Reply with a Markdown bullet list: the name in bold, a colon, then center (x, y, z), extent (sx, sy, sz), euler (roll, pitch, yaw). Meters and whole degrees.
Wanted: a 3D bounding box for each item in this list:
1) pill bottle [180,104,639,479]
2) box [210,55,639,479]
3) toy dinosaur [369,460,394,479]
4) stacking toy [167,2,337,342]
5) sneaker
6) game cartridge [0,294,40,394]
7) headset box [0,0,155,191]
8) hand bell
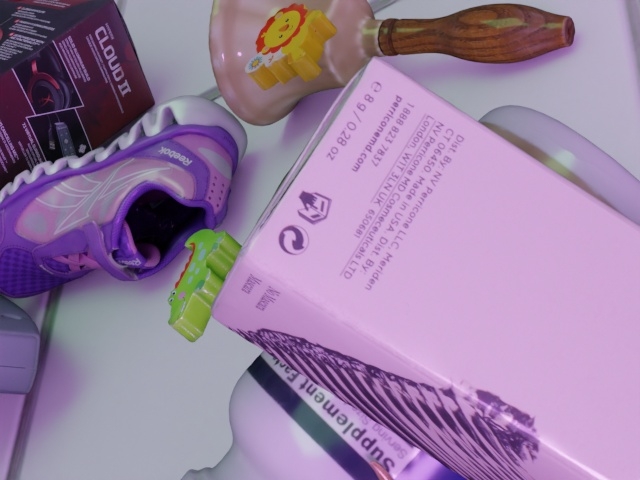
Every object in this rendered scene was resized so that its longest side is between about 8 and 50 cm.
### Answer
- **pill bottle**: center (0.053, 0.077, 0.670), extent (0.264, 0.153, 0.153), euler (-47, 35, -3)
- **box**: center (0.100, 0.054, 0.534), extent (0.094, 0.275, 0.113), euler (-57, 0, -18)
- **toy dinosaur**: center (0.107, 0.174, 0.556), extent (0.211, 0.064, 0.112), euler (14, 86, 28)
- **stacking toy**: center (0.000, 0.000, 0.789), extent (0.052, 0.167, 0.221), euler (-9, 48, 40)
- **sneaker**: center (-0.157, -0.011, 1.032), extent (0.236, 0.095, 0.104), euler (-28, 46, 21)
- **game cartridge**: center (-0.330, 0.054, 1.046), extent (0.294, 0.196, 0.060), euler (18, 102, 56)
- **headset box**: center (-0.302, -0.113, 1.180), extent (0.218, 0.110, 0.293), euler (15, 46, 41)
- **hand bell**: center (0.058, -0.139, 0.958), extent (0.242, 0.126, 0.126), euler (4, 56, 32)
